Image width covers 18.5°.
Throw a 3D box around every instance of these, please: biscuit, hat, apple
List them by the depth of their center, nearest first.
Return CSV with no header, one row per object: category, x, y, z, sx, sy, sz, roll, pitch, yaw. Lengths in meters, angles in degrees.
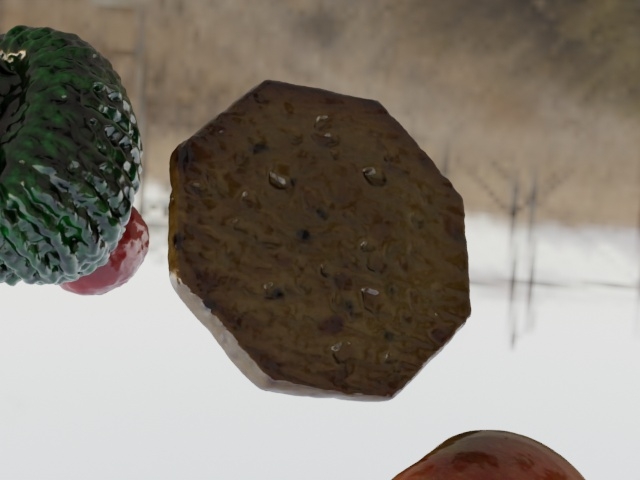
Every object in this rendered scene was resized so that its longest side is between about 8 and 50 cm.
apple,0.109,0.233,1.407,0.164,0.209,0.209,50,-159,11
biscuit,0.000,0.000,2.011,0.359,0.359,0.046,1,159,-29
hat,-0.269,-0.043,2.071,0.242,0.274,0.332,8,151,29
